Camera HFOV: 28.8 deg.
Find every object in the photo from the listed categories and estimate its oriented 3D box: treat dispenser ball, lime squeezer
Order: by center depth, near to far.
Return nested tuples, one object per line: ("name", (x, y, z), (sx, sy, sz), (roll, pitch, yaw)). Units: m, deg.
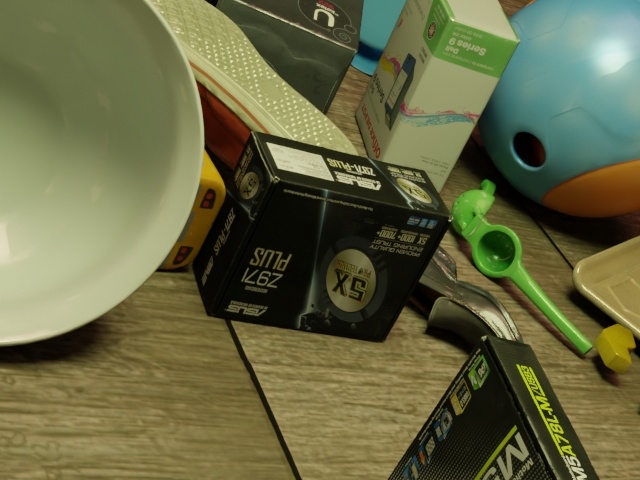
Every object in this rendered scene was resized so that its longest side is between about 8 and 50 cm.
("lime squeezer", (0.196, 0.008, 1.363), (0.110, 0.059, 0.310), (46, 13, -36))
("treat dispenser ball", (0.332, -0.170, 1.503), (0.288, 0.288, 0.288), (20, 29, -12))

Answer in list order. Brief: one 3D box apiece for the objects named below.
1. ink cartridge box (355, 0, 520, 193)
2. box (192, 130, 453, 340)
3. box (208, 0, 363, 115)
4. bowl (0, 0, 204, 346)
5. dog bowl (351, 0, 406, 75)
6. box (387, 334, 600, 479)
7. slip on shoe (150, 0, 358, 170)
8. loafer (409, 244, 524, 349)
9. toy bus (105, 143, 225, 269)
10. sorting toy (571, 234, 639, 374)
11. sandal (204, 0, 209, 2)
("ink cartridge box", (0.129, -0.184, 1.438), (0.093, 0.212, 0.154), (13, 32, -17))
("box", (0.000, 0.000, 1.095), (0.180, 0.147, 0.077), (12, 32, -27))
("box", (-0.048, -0.263, 1.462), (0.165, 0.143, 0.270), (21, 36, -10))
("bowl", (-0.248, -0.078, 0.935), (0.298, 0.298, 0.134), (12, 3, -25))
("dog bowl", (0.042, -0.338, 1.679), (0.297, 0.166, 0.074), (31, 18, 8))
("box", (0.108, 0.191, 0.829), (0.045, 0.190, 0.184), (16, 31, -23))
("slip on shoe", (-0.104, -0.146, 1.264), (0.331, 0.101, 0.123), (45, 33, 13))
("loafer", (0.125, 0.069, 1.193), (0.061, 0.062, 0.170), (-26, 51, -29))
("toy bus", (-0.212, -0.120, 1.154), (0.130, 0.108, 0.332), (6, 35, -34))
("sorting toy", (0.374, 0.103, 1.359), (0.229, 0.041, 0.307), (45, 33, 21))
("sandal", (-0.162, -0.402, 1.659), (0.303, 0.120, 0.086), (38, 17, 20))
